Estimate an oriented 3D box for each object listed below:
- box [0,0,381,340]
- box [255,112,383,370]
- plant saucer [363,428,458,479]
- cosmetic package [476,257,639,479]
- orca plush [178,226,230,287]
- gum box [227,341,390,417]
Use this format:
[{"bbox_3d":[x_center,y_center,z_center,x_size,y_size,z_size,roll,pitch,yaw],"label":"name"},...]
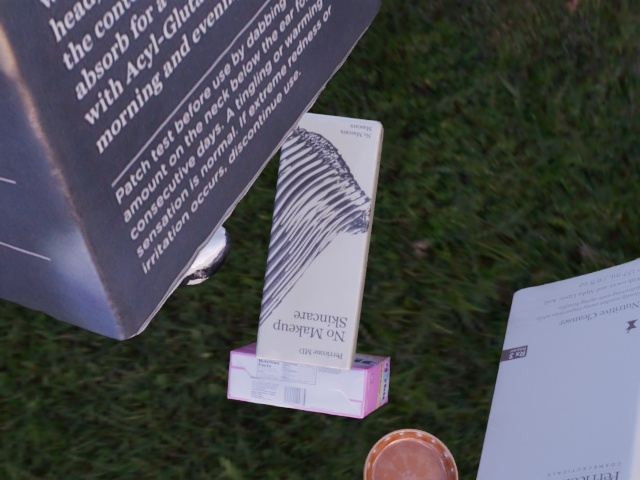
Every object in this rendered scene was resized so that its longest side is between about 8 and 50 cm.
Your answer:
[{"bbox_3d":[-0.174,-0.198,0.465,0.293,0.395,0.212,15,52,26],"label":"box"},{"bbox_3d":[0.000,0.000,1.533,0.113,0.094,0.275,6,90,3],"label":"box"},{"bbox_3d":[0.077,0.205,1.197,0.083,0.013,0.083,3,70,-9],"label":"plant saucer"},{"bbox_3d":[0.338,0.221,1.728,0.217,0.385,0.156,-19,123,31],"label":"cosmetic package"},{"bbox_3d":[-0.240,0.044,1.488,0.287,0.102,0.151,-16,46,-17],"label":"orca plush"},{"bbox_3d":[-0.018,0.170,1.728,0.188,0.107,0.062,7,96,18],"label":"gum box"}]
